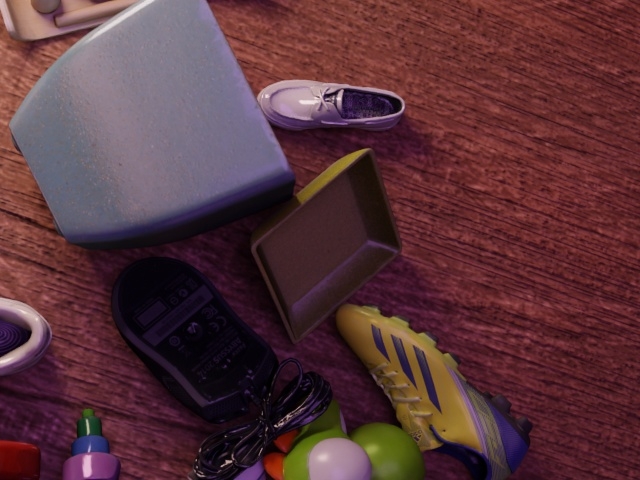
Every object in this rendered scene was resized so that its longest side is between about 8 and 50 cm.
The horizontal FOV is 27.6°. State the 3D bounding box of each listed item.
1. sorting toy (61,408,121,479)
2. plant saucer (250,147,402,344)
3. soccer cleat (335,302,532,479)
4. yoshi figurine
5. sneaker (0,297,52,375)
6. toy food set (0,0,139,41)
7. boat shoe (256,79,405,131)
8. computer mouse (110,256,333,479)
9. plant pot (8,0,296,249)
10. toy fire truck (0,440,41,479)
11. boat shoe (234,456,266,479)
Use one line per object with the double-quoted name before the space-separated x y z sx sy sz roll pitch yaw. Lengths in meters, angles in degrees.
"sorting toy" -0.402 0.219 1.419 0.366 0.127 0.126 3 50 -17
"plant saucer" 0.000 0.000 1.535 0.188 0.188 0.045 -40 50 -18
"soccer cleat" 0.122 0.187 1.555 0.289 0.093 0.121 40 79 -5
"yoshi figurine" 0.065 0.329 1.438 0.204 0.203 0.362 -26 50 13
"sneaker" -0.435 0.096 1.379 0.305 0.152 0.114 -3 86 -20
"toy food set" -0.254 -0.380 1.552 0.306 0.092 0.219 -17 85 -18
"boat shoe" 0.015 -0.165 1.601 0.184 0.063 0.066 9 78 -14
"computer mouse" -0.137 0.139 1.485 0.188 0.072 0.272 -35 76 -23
"plant pot" -0.194 -0.110 1.450 0.252 0.247 0.247 -27 88 -4
"toy fire truck" -0.414 0.292 1.282 0.302 0.254 0.169 6 73 -27
"boat shoe" -0.131 0.354 1.464 0.084 0.095 0.258 39 83 -10
